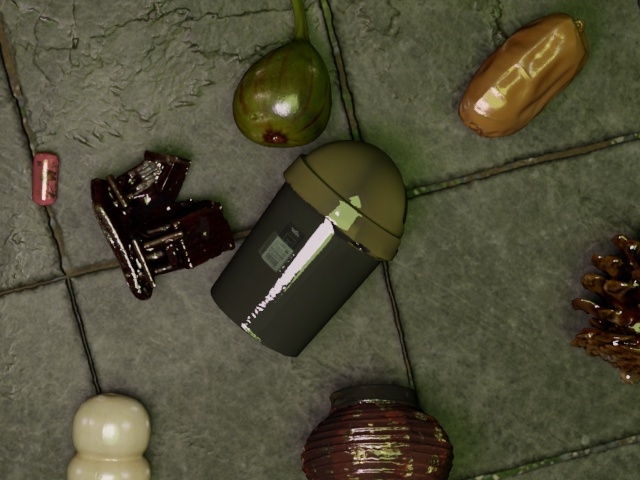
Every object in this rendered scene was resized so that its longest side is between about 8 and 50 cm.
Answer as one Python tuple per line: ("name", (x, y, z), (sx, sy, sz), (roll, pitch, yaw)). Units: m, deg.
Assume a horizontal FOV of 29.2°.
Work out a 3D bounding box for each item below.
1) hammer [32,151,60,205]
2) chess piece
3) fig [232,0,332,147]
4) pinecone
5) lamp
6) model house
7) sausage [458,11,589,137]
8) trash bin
("hammer", (-0.426, -0.096, 1.901), (0.043, 0.043, 0.083), (3, 96, -6))
("chess piece", (-0.331, 0.391, 1.925), (0.167, 0.167, 0.300), (4, 93, -6))
("fig", (-0.044, -0.267, 1.894), (0.151, 0.151, 0.259), (14, 69, -7))
("pinecone", (0.516, 0.097, 1.921), (0.264, 0.264, 0.264), (-1, 98, -5))
("lamp", (0.089, 0.346, 1.916), (0.246, 0.247, 0.247), (-1, 98, -5))
("model house", (-0.238, -0.037, 1.874), (0.164, 0.141, 0.203), (-21, 104, 18))
("sausage", (0.317, -0.257, 1.907), (0.241, 0.136, 0.120), (-44, 93, -3))
("trash bin", (0.000, 0.000, 1.872), (0.214, 0.214, 0.334), (34, 99, -9))
